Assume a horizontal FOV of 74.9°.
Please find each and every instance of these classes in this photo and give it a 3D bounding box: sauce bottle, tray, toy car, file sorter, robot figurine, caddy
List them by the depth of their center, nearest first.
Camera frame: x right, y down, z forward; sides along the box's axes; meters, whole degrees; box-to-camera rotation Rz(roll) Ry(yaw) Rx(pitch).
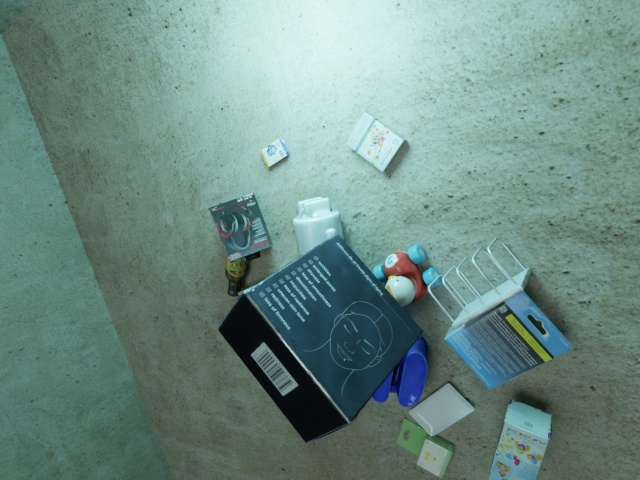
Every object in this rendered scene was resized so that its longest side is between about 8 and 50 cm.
[{"bbox_3d":[0.550,0.143,1.462,0.277,0.192,0.173,-43,79,35],"label":"file sorter"},{"bbox_3d":[0.300,0.162,1.591,0.219,0.238,0.210,-33,88,35],"label":"toy car"},{"bbox_3d":[0.000,0.000,1.741,0.300,0.199,0.354,-152,50,-68],"label":"robot figurine"},{"bbox_3d":[0.320,0.520,1.748,0.241,0.179,0.342,8,112,4],"label":"caddy"},{"bbox_3d":[0.513,0.720,1.784,0.145,0.030,0.270,44,124,10],"label":"tray"},{"bbox_3d":[-0.422,0.120,2.102,0.111,0.111,0.345,20,118,25],"label":"sauce bottle"}]

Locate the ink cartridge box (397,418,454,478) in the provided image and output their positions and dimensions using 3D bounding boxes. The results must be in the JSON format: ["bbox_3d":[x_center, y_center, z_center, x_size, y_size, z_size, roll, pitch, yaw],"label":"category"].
[{"bbox_3d":[0.461,0.932,1.878,0.235,0.056,0.171,20,117,22],"label":"ink cartridge box"}]

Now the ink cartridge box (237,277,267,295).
[{"bbox_3d":[-0.276,0.298,2.086,0.234,0.088,0.193,-27,91,35],"label":"ink cartridge box"}]

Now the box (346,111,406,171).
[{"bbox_3d":[0.207,-0.372,1.583,0.186,0.038,0.145,41,123,12],"label":"box"}]

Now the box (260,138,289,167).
[{"bbox_3d":[-0.195,-0.386,1.833,0.136,0.028,0.081,-24,94,33],"label":"box"}]

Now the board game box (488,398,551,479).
[{"bbox_3d":[0.716,0.744,1.503,0.144,0.142,0.275,16,113,27],"label":"board game box"}]

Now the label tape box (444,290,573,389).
[{"bbox_3d":[0.669,0.347,1.509,0.249,0.115,0.348,49,122,7],"label":"label tape box"}]

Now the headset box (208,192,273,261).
[{"bbox_3d":[-0.360,-0.048,1.935,0.218,0.110,0.293,-20,98,-8],"label":"headset box"}]

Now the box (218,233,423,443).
[{"bbox_3d":[0.009,0.305,1.414,0.480,0.471,0.297,49,136,9],"label":"box"}]

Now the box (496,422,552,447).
[{"bbox_3d":[0.777,0.749,1.602,0.147,0.077,0.180,18,115,25],"label":"box"}]
